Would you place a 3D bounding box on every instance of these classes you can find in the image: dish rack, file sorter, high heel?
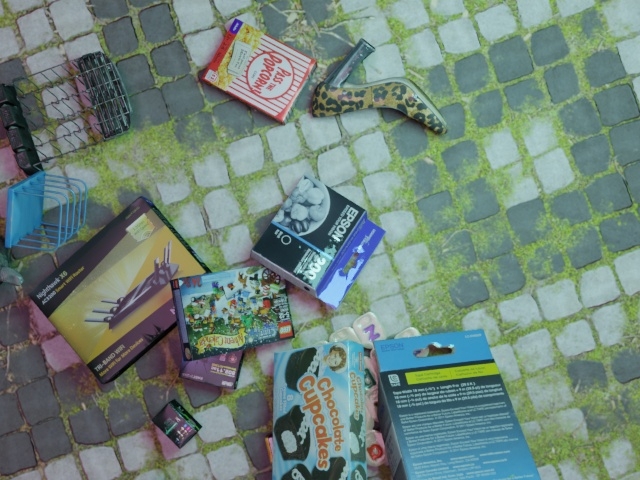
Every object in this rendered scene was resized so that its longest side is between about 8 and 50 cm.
[{"bbox_3d":[-0.530,-0.268,1.653,0.272,0.074,0.208,-20,88,0],"label":"dish rack"},{"bbox_3d":[-0.542,-0.058,1.581,0.105,0.170,0.118,10,107,-2],"label":"file sorter"},{"bbox_3d":[0.117,-0.260,1.626,0.261,0.093,0.186,41,108,-4],"label":"high heel"}]

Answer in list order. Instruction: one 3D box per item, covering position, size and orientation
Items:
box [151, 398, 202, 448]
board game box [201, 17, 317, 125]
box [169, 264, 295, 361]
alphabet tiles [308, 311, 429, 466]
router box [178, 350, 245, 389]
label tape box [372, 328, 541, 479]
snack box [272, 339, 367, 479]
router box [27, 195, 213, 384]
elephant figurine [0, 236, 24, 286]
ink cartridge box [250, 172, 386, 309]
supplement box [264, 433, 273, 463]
[{"bbox_3d":[-0.290,0.371,1.610,0.083,0.062,0.052,43,89,4],"label":"box"},{"bbox_3d":[-0.125,-0.349,1.647,0.194,0.045,0.146,28,89,4],"label":"board game box"},{"bbox_3d":[-0.169,0.137,1.561,0.233,0.044,0.159,-9,86,-35],"label":"box"},{"bbox_3d":[0.105,0.301,1.615,0.284,0.021,0.278,-31,86,1],"label":"alphabet tiles"},{"bbox_3d":[-0.221,0.247,1.625,0.123,0.038,0.092,12,88,3],"label":"router box"},{"bbox_3d":[0.242,0.346,1.519,0.241,0.106,0.333,-4,49,-10],"label":"label tape box"},{"bbox_3d":[-0.004,0.362,1.511,0.187,0.060,0.321,-15,65,34],"label":"snack box"},{"bbox_3d":[-0.394,0.100,1.620,0.309,0.081,0.243,-42,86,0],"label":"router box"},{"bbox_3d":[-0.754,0.085,1.621,0.169,0.186,0.239,33,103,-38],"label":"elephant figurine"},{"bbox_3d":[0.000,0.000,1.597,0.208,0.045,0.206,32,71,3],"label":"ink cartridge box"},{"bbox_3d":[-0.065,0.413,1.606,0.083,0.043,0.055,-13,85,3],"label":"supplement box"}]
